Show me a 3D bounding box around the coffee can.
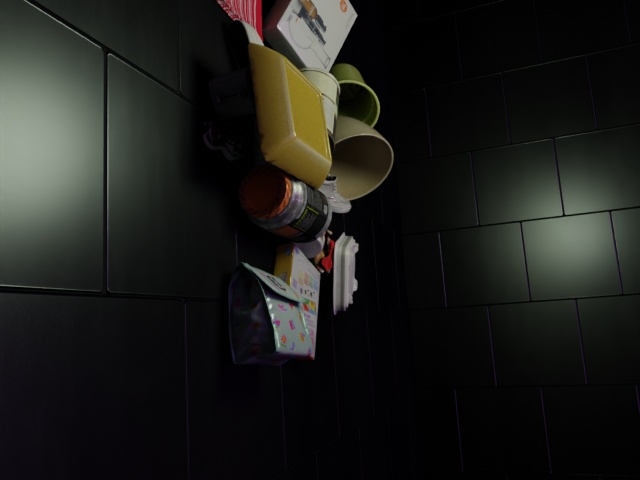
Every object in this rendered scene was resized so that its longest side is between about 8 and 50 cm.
[{"bbox_3d":[-0.040,-0.435,1.898,0.201,0.202,0.275,56,33,-51],"label":"coffee can"}]

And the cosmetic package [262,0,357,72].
[{"bbox_3d":[-0.032,-0.787,1.963,0.284,0.098,0.377,46,60,-44],"label":"cosmetic package"}]

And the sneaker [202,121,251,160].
[{"bbox_3d":[-0.247,-0.274,1.464,0.178,0.077,0.071,23,61,-66],"label":"sneaker"}]

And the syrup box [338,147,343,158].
[{"bbox_3d":[0.093,-0.354,2.387,0.237,0.097,0.093,1,83,-71],"label":"syrup box"}]

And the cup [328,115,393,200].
[{"bbox_3d":[0.087,-0.352,2.127,0.331,0.331,0.236,55,10,-52],"label":"cup"}]

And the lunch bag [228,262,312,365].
[{"bbox_3d":[-0.143,0.198,1.479,0.223,0.160,0.262,30,44,-61],"label":"lunch bag"}]

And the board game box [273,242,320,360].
[{"bbox_3d":[-0.081,0.203,1.772,0.242,0.064,0.316,53,35,-54],"label":"board game box"}]

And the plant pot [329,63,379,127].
[{"bbox_3d":[0.098,-0.609,2.302,0.253,0.276,0.276,-93,163,-47],"label":"plant pot"}]

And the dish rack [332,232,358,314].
[{"bbox_3d":[0.104,0.125,2.166,0.333,0.073,0.285,-50,141,-77],"label":"dish rack"}]

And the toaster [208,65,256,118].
[{"bbox_3d":[-0.208,-0.414,1.515,0.227,0.147,0.129,-52,133,-62],"label":"toaster"}]

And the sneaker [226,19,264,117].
[{"bbox_3d":[-0.190,-0.520,1.657,0.123,0.106,0.289,-37,117,-64],"label":"sneaker"}]

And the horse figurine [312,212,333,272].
[{"bbox_3d":[0.000,0.000,2.057,0.174,0.066,0.263,20,71,-69],"label":"horse figurine"}]

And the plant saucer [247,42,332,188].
[{"bbox_3d":[-0.064,-0.342,1.500,0.333,0.081,0.332,20,59,-62],"label":"plant saucer"}]

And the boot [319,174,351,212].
[{"bbox_3d":[0.043,-0.182,2.045,0.258,0.095,0.123,4,118,-49],"label":"boot"}]

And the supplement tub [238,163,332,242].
[{"bbox_3d":[-0.103,-0.109,1.631,0.316,0.194,0.193,29,57,-67],"label":"supplement tub"}]

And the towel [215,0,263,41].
[{"bbox_3d":[-0.253,-0.758,1.683,0.275,0.031,0.198,26,59,-66],"label":"towel"}]

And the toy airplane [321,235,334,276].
[{"bbox_3d":[0.034,0.059,2.011,0.151,0.028,0.151,3,90,-77],"label":"toy airplane"}]

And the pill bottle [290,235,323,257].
[{"bbox_3d":[-0.045,-0.040,1.871,0.186,0.112,0.112,-89,160,-47],"label":"pill bottle"}]
